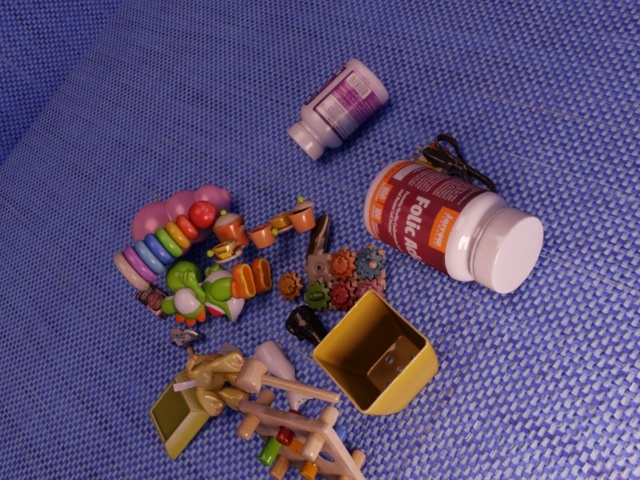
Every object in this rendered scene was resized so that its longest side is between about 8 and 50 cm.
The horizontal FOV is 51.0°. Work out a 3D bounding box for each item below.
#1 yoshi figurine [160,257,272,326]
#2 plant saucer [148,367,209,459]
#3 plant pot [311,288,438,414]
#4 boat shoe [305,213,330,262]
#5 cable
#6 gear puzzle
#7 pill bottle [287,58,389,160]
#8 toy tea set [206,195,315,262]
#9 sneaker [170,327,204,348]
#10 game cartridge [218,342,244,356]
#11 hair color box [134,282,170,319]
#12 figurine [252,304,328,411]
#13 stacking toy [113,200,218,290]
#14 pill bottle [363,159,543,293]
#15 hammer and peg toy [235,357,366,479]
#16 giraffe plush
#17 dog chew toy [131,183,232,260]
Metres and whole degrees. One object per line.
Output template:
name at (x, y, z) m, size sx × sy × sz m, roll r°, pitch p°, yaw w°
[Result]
yoshi figurine at (-0.336, 0.117, 1.991) m, size 0.362 × 0.203 × 0.203 m, roll -17°, pitch 40°, yaw 28°
plant saucer at (-0.410, 0.483, 1.888) m, size 0.188 × 0.045 × 0.188 m, roll -51°, pitch 48°, yaw 10°
plant pot at (0.149, 0.279, 1.557) m, size 0.212 × 0.187 × 0.212 m, roll -48°, pitch 49°, yaw 1°
boat shoe at (0.000, 0.000, 1.914) m, size 0.056 × 0.049 × 0.152 m, roll -1°, pitch 66°, yaw 54°
cable at (0.367, -0.192, 1.795) m, size 0.139 × 0.072 × 0.287 m, roll -43°, pitch 59°, yaw -17°
gear puzzle at (0.018, 0.105, 1.808) m, size 0.339 × 0.044 × 0.175 m, roll -5°, pitch 81°, yaw 31°
pill bottle at (0.047, -0.389, 2.030) m, size 0.301 × 0.169 × 0.169 m, roll -43°, pitch 49°, yaw 5°
toy tea set at (-0.177, -0.056, 1.945) m, size 0.336 × 0.124 × 0.200 m, roll -21°, pitch 14°, yaw 1°
sneaker at (-0.401, 0.297, 2.015) m, size 0.135 × 0.052 × 0.058 m, roll -5°, pitch 71°, yaw 40°
game cartridge at (-0.254, 0.327, 1.915) m, size 0.083 × 0.017 × 0.056 m, roll 23°, pitch 82°, yaw 40°
hair color box at (-0.531, 0.191, 2.160) m, size 0.141 × 0.043 × 0.072 m, roll 27°, pitch 80°, yaw 40°
figurine at (-0.048, 0.311, 1.744) m, size 0.215 × 0.092 × 0.209 m, roll -46°, pitch 52°, yaw 4°
stacking toy at (-0.451, -0.004, 2.010) m, size 0.330 × 0.141 × 0.141 m, roll -41°, pitch 48°, yaw -5°
pill bottle at (0.311, -0.036, 1.609) m, size 0.392 × 0.224 × 0.224 m, roll 29°, pitch 82°, yaw 42°
hammer and peg toy at (-0.056, 0.432, 1.499) m, size 0.266 × 0.361 × 0.127 m, roll 6°, pitch 47°, yaw 35°
giraffe plush at (-0.303, 0.369, 1.837) m, size 0.170 × 0.211 × 0.181 m, roll -158°, pitch 77°, yaw -72°
dog chew toy at (-0.436, -0.068, 2.153) m, size 0.332 × 0.206 × 0.206 m, roll -30°, pitch 51°, yaw 6°
